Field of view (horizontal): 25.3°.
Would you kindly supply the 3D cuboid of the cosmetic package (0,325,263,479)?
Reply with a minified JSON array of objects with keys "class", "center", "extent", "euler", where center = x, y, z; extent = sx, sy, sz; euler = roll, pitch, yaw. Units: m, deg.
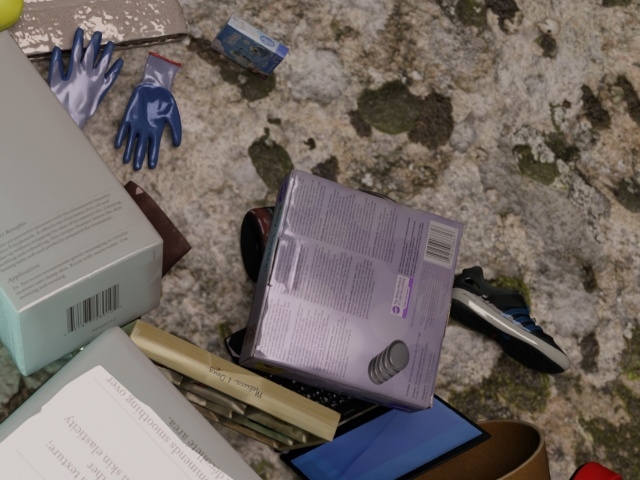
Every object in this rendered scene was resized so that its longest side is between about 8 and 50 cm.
[{"class":"cosmetic package","center":[-0.287,0.362,1.577],"extent":[0.329,0.327,0.393],"euler":[48,65,-3]}]

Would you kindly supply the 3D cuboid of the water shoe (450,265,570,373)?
[{"class":"water shoe","center":[0.274,0.109,1.988],"extent":[0.203,0.073,0.080],"euler":[34,65,-10]}]

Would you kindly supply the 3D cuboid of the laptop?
[{"class":"laptop","center":[0.045,0.190,1.847],"extent":[0.234,0.136,0.264],"euler":[-23,85,-24]}]

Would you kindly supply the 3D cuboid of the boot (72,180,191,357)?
[{"class":"boot","center":[-0.238,0.068,1.799],"extent":[0.207,0.090,0.248],"euler":[-38,88,-22]}]

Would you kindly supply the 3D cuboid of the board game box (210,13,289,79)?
[{"class":"board game box","center":[-0.097,-0.262,1.937],"extent":[0.090,0.090,0.020],"euler":[31,69,-10]}]

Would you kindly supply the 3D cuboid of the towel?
[{"class":"towel","center":[-0.328,-0.339,1.896],"extent":[0.282,0.049,0.187],"euler":[-12,82,-23]}]

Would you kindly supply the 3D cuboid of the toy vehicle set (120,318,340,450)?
[{"class":"toy vehicle set","center":[-0.126,0.175,1.678],"extent":[0.267,0.166,0.035],"euler":[26,69,-14]}]

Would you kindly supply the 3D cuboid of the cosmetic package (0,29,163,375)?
[{"class":"cosmetic package","center":[-0.361,-0.052,1.686],"extent":[0.197,0.155,0.365],"euler":[-27,63,-23]}]

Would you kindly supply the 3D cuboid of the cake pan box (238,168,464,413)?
[{"class":"cake pan box","center":[0.043,0.061,1.805],"extent":[0.245,0.070,0.267],"euler":[17,72,-18]}]

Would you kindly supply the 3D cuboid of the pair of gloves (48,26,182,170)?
[{"class":"pair of gloves","center":[-0.267,-0.183,1.868],"extent":[0.198,0.023,0.159],"euler":[17,87,-23]}]

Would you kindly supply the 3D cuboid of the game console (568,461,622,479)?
[{"class":"game console","center":[0.310,0.500,1.799],"extent":[0.060,0.342,0.386],"euler":[17,66,28]}]

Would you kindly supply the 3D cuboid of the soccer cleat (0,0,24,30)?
[{"class":"soccer cleat","center":[-0.515,-0.317,1.763],"extent":[0.289,0.121,0.093],"euler":[12,80,-8]}]

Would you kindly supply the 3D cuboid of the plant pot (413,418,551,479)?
[{"class":"plant pot","center":[0.205,0.394,1.822],"extent":[0.237,0.237,0.254],"euler":[-22,101,-24]}]

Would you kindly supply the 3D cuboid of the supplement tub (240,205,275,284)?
[{"class":"supplement tub","center":[0.000,0.000,1.897],"extent":[0.198,0.106,0.106],"euler":[-6,78,-22]}]
